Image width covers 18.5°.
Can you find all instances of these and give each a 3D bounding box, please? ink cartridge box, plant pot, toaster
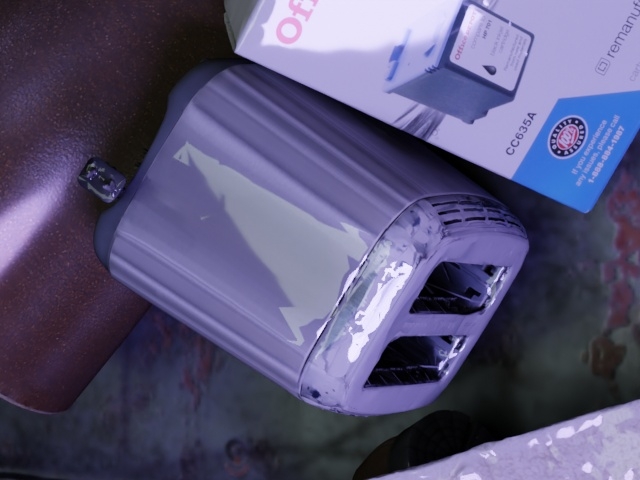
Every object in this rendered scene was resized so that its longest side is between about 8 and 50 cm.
[{"bbox_3d":[0.069,-0.118,0.918,0.191,0.082,0.139,23,108,-16],"label":"ink cartridge box"},{"bbox_3d":[-0.124,-0.066,1.016,0.230,0.215,0.215,-43,75,8],"label":"plant pot"},{"bbox_3d":[0.000,0.000,0.932,0.146,0.227,0.129,34,99,21],"label":"toaster"}]

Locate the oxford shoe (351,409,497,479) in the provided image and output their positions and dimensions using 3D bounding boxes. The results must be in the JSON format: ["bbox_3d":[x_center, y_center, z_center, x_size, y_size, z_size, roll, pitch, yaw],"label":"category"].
[{"bbox_3d":[0.090,0.200,1.001,0.096,0.083,0.227,-36,79,47],"label":"oxford shoe"}]

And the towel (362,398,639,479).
[{"bbox_3d":[0.133,0.175,0.920,0.282,0.049,0.187,-17,85,0],"label":"towel"}]
